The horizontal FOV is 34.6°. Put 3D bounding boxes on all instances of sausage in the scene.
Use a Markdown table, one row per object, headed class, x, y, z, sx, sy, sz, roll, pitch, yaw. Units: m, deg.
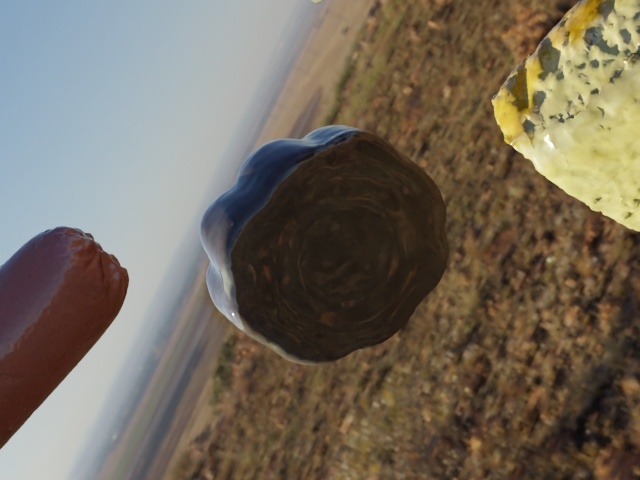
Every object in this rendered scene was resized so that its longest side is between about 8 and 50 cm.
| class | x | y | z | sx | sy | sz | roll | pitch | yaw |
| --- | --- | --- | --- | --- | --- | --- | --- | --- | --- |
| sausage | -0.161 | 0.059 | 0.517 | 0.154 | 0.062 | 0.062 | -48 | 8 | 2 |

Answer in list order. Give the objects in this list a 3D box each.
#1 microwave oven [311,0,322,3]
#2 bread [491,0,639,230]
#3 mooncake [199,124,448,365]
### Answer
| class | x | y | z | sx | sy | sz | roll | pitch | yaw |
| --- | --- | --- | --- | --- | --- | --- | --- | --- | --- |
| microwave oven | 0.024 | -0.342 | 0.923 | 0.163 | 0.129 | 0.205 | -12 | 60 | 42 |
| bread | 0.363 | -0.196 | 0.973 | 0.375 | 0.236 | 0.165 | -45 | 30 | 30 |
| mooncake | 0.000 | 0.000 | 1.291 | 0.306 | 0.306 | 0.154 | -63 | 28 | 3 |
